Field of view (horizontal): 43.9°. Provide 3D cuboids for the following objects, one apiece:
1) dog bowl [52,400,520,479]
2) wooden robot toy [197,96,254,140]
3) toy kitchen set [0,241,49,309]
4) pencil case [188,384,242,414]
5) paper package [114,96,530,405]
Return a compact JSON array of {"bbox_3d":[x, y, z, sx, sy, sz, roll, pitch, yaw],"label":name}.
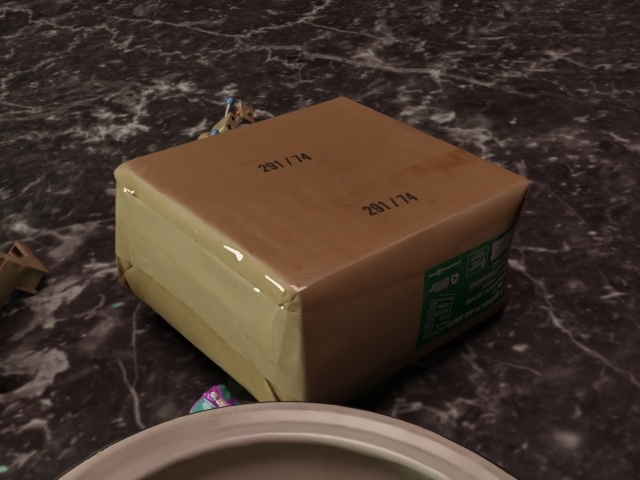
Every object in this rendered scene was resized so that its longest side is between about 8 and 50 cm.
[{"bbox_3d":[-0.018,0.287,0.487,0.408,0.150,0.408,4,29,-2],"label":"dog bowl"},{"bbox_3d":[-0.147,-0.137,1.166,0.079,0.076,0.173,-28,29,29],"label":"wooden robot toy"},{"bbox_3d":[-0.390,0.039,0.951,0.075,0.083,0.068,36,95,40],"label":"toy kitchen set"},{"bbox_3d":[-0.057,0.191,0.722,0.152,0.070,0.064,26,42,30],"label":"pencil case"},{"bbox_3d":[0.000,0.000,0.843,0.325,0.168,0.309,-23,41,-36],"label":"paper package"}]
